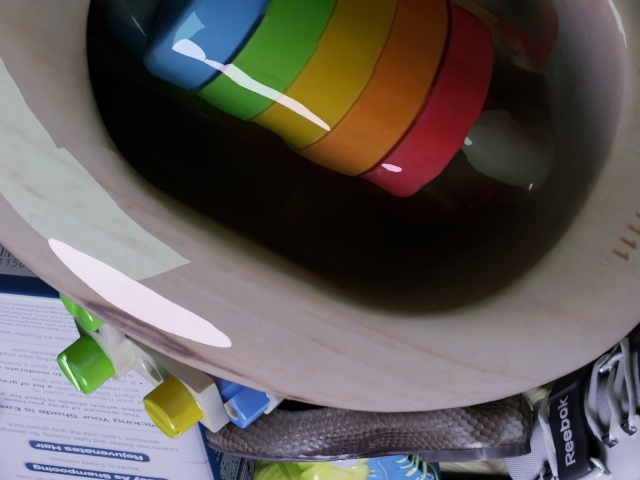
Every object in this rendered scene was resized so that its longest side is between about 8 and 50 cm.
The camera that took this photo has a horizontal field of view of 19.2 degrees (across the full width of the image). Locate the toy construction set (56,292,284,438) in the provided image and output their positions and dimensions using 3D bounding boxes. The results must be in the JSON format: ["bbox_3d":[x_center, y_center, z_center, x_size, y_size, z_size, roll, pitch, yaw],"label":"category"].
[{"bbox_3d":[-0.159,-0.028,1.059,0.328,0.151,0.215,24,150,23],"label":"toy construction set"}]

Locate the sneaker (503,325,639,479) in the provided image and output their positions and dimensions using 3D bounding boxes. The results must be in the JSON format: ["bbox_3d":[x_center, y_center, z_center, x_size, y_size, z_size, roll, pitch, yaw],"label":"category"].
[{"bbox_3d":[0.193,0.135,1.251,0.146,0.122,0.330,5,146,6],"label":"sneaker"}]

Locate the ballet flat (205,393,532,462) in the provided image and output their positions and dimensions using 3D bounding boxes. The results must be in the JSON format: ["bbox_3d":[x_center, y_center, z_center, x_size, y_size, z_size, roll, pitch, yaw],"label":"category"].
[{"bbox_3d":[0.026,0.109,1.191,0.250,0.058,0.084,-5,180,42],"label":"ballet flat"}]

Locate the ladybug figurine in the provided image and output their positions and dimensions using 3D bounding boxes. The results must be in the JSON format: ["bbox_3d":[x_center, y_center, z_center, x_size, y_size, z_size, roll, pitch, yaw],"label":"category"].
[{"bbox_3d":[-0.018,-0.097,0.869,0.449,0.305,0.162,32,-179,-27],"label":"ladybug figurine"}]

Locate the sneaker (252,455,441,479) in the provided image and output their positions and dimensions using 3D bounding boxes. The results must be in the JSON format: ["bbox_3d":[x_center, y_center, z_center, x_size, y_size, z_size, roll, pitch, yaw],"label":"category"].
[{"bbox_3d":[0.043,0.134,1.352,0.126,0.091,0.240,4,151,-23],"label":"sneaker"}]

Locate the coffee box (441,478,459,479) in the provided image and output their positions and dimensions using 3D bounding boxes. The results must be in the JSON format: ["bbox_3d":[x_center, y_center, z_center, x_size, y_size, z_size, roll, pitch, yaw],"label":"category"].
[{"bbox_3d":[0.126,0.241,1.463,0.184,0.040,0.113,1,113,14],"label":"coffee box"}]

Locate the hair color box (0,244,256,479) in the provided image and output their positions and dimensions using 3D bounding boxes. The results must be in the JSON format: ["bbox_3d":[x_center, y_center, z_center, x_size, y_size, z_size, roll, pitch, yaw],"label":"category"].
[{"bbox_3d":[-0.152,0.090,1.306,0.174,0.105,0.347,6,146,10],"label":"hair color box"}]
